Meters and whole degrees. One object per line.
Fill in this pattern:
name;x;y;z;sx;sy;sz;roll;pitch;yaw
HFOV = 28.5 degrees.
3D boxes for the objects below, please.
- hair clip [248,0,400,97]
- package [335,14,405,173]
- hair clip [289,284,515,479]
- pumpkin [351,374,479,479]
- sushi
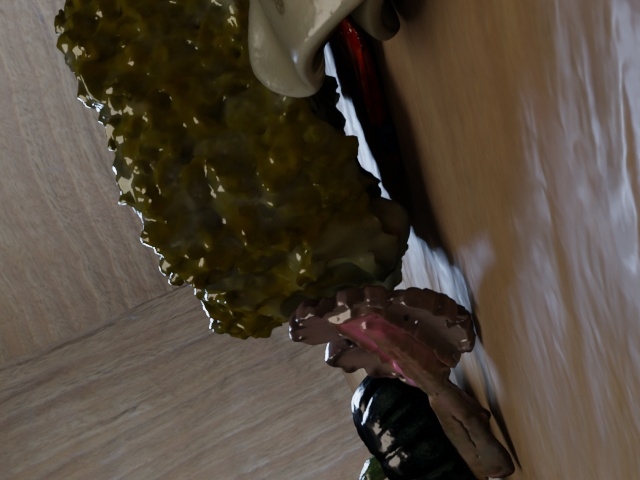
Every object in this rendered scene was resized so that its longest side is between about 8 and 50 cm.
hair clip;-0.006;-0.195;0.839;0.282;0.113;0.172;83;163;-72
package;0.039;-0.143;1.131;0.200;0.022;0.083;66;179;-55
hair clip;0.100;0.130;1.235;0.300;0.173;0.069;48;-142;-33
pumpkin;0.114;0.224;1.447;0.194;0.150;0.194;42;139;53
sushi;-0.070;-0.083;1.249;0.396;0.240;0.351;55;-169;-68
